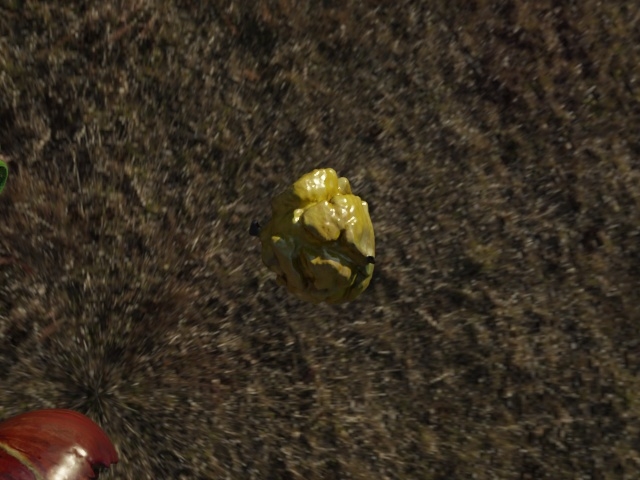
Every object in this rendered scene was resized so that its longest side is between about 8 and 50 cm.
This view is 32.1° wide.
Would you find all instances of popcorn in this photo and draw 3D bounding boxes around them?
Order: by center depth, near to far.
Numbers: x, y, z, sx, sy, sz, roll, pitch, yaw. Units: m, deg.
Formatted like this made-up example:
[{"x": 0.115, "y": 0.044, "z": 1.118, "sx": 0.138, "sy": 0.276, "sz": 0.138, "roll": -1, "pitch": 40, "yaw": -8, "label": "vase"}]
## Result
[{"x": 0.000, "y": 0.000, "z": 1.296, "sx": 0.152, "sy": 0.167, "sz": 0.148, "roll": 5, "pitch": 36, "yaw": 23, "label": "popcorn"}]

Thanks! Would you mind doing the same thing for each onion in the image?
[{"x": -0.281, "y": 0.259, "z": 0.989, "sx": 0.161, "sy": 0.248, "sz": 0.248, "roll": 20, "pitch": 78, "yaw": 14, "label": "onion"}]

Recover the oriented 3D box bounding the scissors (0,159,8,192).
[{"x": -0.370, "y": -0.012, "z": 1.071, "sx": 0.027, "sy": 0.101, "sz": 0.204, "roll": 25, "pitch": 62, "yaw": 10, "label": "scissors"}]
